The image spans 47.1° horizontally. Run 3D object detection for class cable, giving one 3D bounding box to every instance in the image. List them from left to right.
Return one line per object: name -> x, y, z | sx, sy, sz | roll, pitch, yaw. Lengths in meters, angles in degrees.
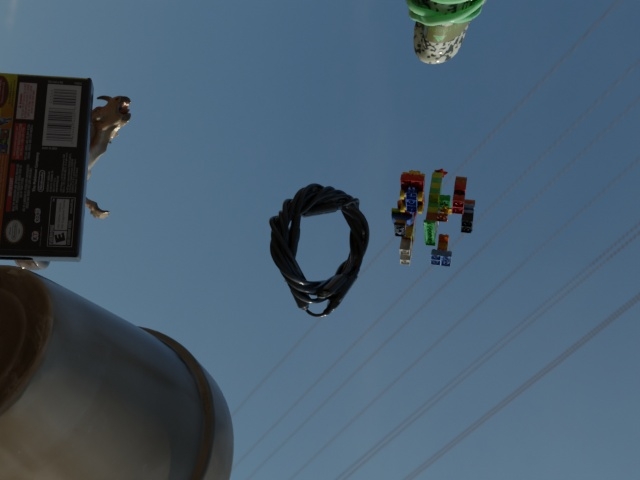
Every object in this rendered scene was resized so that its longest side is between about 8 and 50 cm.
cable -> 0.000, 0.000, 0.970 | 0.047, 0.151, 0.184 | -17, -153, 47

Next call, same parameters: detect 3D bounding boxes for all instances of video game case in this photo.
video game case -> -0.457, -0.108, 1.035 | 0.035, 0.248, 0.275 | 123, -32, -72

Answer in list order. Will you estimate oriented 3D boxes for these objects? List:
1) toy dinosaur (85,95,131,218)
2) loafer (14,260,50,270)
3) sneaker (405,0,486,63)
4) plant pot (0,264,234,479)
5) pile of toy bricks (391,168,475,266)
toy dinosaur -> -0.465, -0.144, 1.243 | 0.127, 0.295, 0.200 | 121, -43, -57
loafer -> -0.709, -0.034, 1.595 | 0.366, 0.130, 0.134 | 39, -24, 35
sneaker -> 0.128, -0.255, 0.678 | 0.158, 0.410, 0.182 | 3, -74, 10
plant pot -> -0.284, 0.182, 0.739 | 0.323, 0.280, 0.323 | -9, -129, 12
pile of toy bricks -> 0.166, -0.053, 1.071 | 0.118, 0.212, 0.105 | 7, -120, 11
